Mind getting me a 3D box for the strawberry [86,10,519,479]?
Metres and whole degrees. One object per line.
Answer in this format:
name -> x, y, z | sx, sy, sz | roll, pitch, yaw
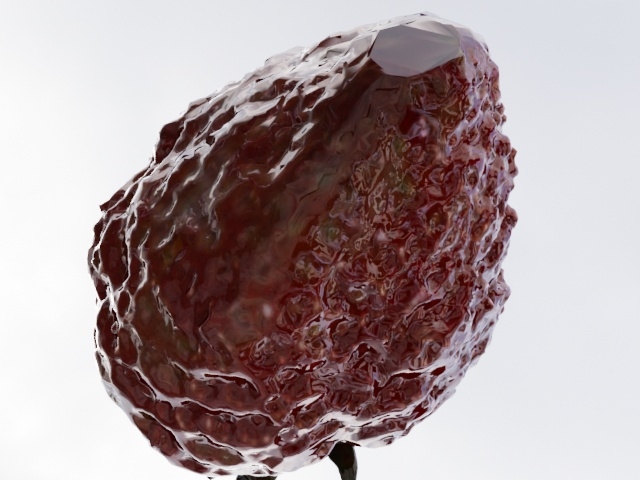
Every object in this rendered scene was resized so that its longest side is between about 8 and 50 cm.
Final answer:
strawberry -> -0.007, 0.000, 0.448 | 0.131, 0.131, 0.148 | 47, -28, 37
